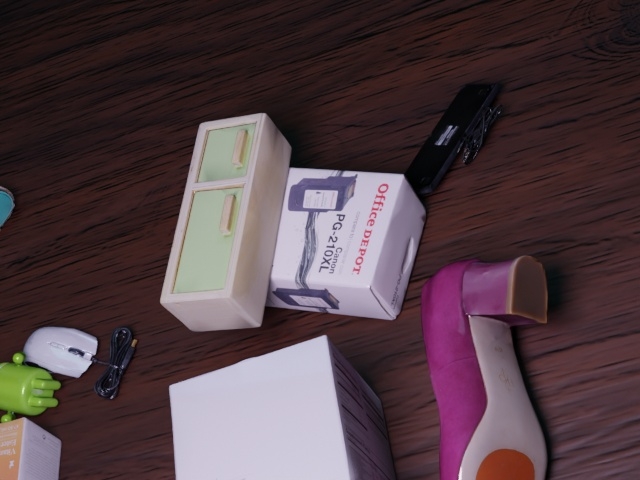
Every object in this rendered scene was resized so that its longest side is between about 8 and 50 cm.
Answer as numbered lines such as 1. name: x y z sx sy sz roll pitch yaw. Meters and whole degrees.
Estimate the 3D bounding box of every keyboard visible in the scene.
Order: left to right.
1. keyboard: 0.188 -0.133 1.498 0.100 0.038 0.192 12 64 56

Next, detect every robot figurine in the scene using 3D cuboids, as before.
1. robot figurine: -0.420 0.207 1.525 0.115 0.067 0.101 6 86 27

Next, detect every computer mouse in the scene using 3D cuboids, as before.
1. computer mouse: -0.353 0.159 1.541 0.193 0.042 0.106 6 63 27

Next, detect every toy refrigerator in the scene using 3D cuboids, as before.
1. toy refrigerator: -0.118 -0.027 1.396 0.102 0.094 0.269 -5 58 25

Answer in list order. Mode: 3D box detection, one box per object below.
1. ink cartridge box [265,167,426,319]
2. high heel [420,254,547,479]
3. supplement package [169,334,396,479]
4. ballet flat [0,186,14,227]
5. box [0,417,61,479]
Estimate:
1. ink cartridge box: 0.000 0.000 1.445 0.237 0.100 0.172 5 63 27
2. high heel: 0.167 0.202 1.269 0.181 0.127 0.377 -16 53 55
3. supplement package: -0.030 0.284 1.216 0.199 0.198 0.263 -19 54 13
4. ballet flat: -0.591 -0.003 1.732 0.241 0.091 0.077 -45 30 -12
5. box: -0.422 0.336 1.429 0.130 0.091 0.170 -15 54 15
